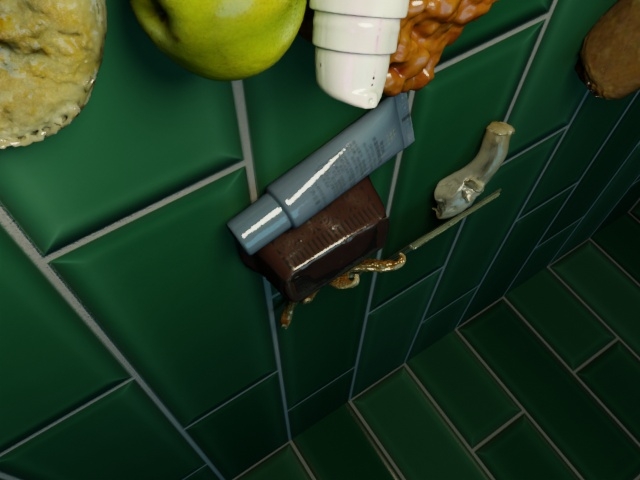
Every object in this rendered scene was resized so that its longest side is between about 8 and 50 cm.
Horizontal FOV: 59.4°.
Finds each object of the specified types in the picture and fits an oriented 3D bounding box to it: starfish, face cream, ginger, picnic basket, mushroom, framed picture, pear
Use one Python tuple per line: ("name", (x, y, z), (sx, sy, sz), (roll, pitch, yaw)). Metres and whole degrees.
("starfish", (0.020, 0.099, 1.289), (0.327, 0.094, 0.375), (-31, 174, 32))
("face cream", (0.045, -0.306, 0.526), (0.102, 0.102, 0.345), (-16, 124, -38))
("ginger", (0.700, -0.438, 1.180), (0.269, 0.200, 0.223), (-31, 155, -15))
("face cream", (0.010, -0.113, 0.969), (0.385, 0.086, 0.135), (-37, 142, -11))
("picnic basket", (0.000, 0.000, 1.087), (0.297, 0.129, 0.222), (-31, 155, -12))
("mushroom", (0.362, -0.160, 1.340), (0.278, 0.096, 0.099), (-52, -179, 29))
("framed picture", (0.317, -0.030, 1.477), (0.296, 0.019, 0.232), (-31, 175, -14))
("pear", (-0.076, -0.255, 0.536), (0.216, 0.166, 0.180), (-37, 146, -27))

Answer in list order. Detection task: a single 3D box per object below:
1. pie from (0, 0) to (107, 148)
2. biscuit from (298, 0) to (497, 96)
("pie", (-0.309, -0.176, 0.480), (0.274, 0.055, 0.274), (-29, 153, -17))
("biscuit", (0.130, -0.338, 0.717), (0.312, 0.110, 0.318), (-47, 152, 17))
